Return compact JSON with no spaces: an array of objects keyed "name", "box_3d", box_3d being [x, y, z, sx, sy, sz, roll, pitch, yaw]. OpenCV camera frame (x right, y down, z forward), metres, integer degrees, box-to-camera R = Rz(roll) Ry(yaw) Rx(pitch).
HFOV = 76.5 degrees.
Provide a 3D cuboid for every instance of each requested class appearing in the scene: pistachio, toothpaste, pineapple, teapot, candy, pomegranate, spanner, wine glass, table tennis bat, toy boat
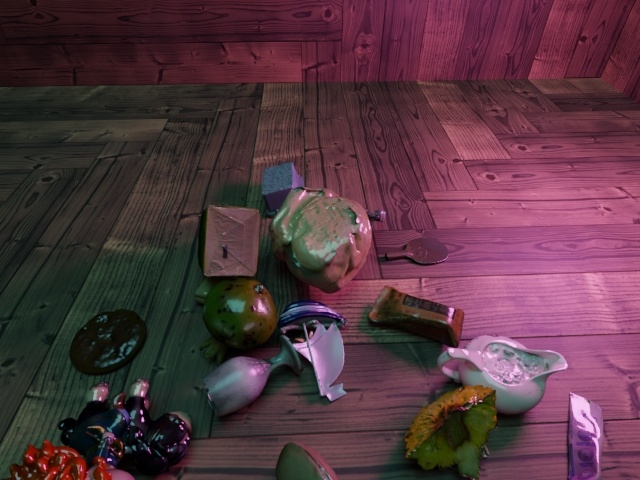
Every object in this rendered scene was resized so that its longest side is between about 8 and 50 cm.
[{"name":"pistachio","box_3d":[-0.021,0.504,0.860,0.108,0.126,0.185,-6,16,-40]},{"name":"toothpaste","box_3d":[0.616,0.485,0.947,0.075,0.048,0.301,-5,26,38]},{"name":"pineapple","box_3d":[0.318,0.453,0.954,0.250,0.140,0.164,-40,94,-9]},{"name":"teapot","box_3d":[0.448,0.333,1.041,0.299,0.166,0.208,7,54,-7]},{"name":"candy","box_3d":[0.285,0.220,1.206,0.271,0.101,0.143,13,49,23]},{"name":"pomegranate","box_3d":[-0.236,0.219,1.124,0.211,0.263,0.211,37,13,-10]},{"name":"spanner","box_3d":[0.188,-0.092,1.470,0.095,0.040,0.325,4,8,8]},{"name":"wine glass","box_3d":[-0.175,0.345,1.043,0.241,0.126,0.126,-22,47,-26]},{"name":"table tennis bat","box_3d":[0.345,0.042,1.457,0.234,0.022,0.131,-6,44,-10]},{"name":"toy boat","box_3d":[0.001,0.297,1.130,0.220,0.067,0.291,0,46,-25]}]

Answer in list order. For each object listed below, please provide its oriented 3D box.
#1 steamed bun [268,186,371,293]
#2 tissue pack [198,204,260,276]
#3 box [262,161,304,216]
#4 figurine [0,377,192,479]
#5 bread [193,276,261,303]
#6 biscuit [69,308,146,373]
[{"name":"steamed bun","box_3d":[0.002,-0.004,1.347,0.325,0.230,0.372,-32,50,-19]},{"name":"tissue pack","box_3d":[-0.291,0.000,1.262,0.167,0.200,0.274,3,1,-18]},{"name":"box","box_3d":[-0.154,-0.209,1.649,0.162,0.130,0.227,-14,41,7]},{"name":"figurine","box_3d":[-0.446,0.481,0.848,0.306,0.241,0.412,30,27,-2]},{"name":"bread","box_3d":[-0.295,0.159,1.294,0.178,0.060,0.139,10,43,11]},{"name":"biscuit","box_3d":[-0.613,0.285,1.171,0.212,0.036,0.212,0,43,0]}]
